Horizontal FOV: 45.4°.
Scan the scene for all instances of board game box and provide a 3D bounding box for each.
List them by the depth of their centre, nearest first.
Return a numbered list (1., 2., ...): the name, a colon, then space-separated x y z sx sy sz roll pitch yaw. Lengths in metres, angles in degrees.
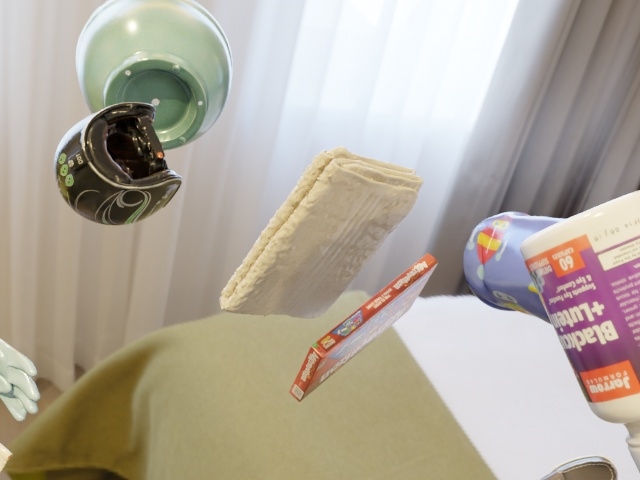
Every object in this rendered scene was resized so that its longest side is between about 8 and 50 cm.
1. board game box: 0.071 0.135 1.203 0.027 0.145 0.281 44 53 16

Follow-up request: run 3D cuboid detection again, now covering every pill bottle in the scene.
1. pill bottle: 0.235 0.070 0.569 0.108 0.108 0.193 -13 77 -43

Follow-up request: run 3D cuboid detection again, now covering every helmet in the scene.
1. helmet: -0.275 -0.098 1.040 0.169 0.161 0.169 10 68 -26

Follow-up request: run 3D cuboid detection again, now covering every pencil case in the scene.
1. pencil case: 0.274 0.048 0.777 0.133 0.119 0.306 50 -12 -22

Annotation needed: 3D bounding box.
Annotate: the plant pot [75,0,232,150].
1. plant pot: -0.297 -0.280 1.384 0.293 0.293 0.196 6 32 -17

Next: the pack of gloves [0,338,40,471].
1. pack of gloves: -0.446 0.175 0.964 0.232 0.195 0.046 39 17 13

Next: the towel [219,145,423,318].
1. towel: 0.000 0.000 1.025 0.187 0.282 0.049 10 37 -44

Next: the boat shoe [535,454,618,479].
1. boat shoe: 0.322 0.377 1.079 0.081 0.227 0.069 59 2 19
